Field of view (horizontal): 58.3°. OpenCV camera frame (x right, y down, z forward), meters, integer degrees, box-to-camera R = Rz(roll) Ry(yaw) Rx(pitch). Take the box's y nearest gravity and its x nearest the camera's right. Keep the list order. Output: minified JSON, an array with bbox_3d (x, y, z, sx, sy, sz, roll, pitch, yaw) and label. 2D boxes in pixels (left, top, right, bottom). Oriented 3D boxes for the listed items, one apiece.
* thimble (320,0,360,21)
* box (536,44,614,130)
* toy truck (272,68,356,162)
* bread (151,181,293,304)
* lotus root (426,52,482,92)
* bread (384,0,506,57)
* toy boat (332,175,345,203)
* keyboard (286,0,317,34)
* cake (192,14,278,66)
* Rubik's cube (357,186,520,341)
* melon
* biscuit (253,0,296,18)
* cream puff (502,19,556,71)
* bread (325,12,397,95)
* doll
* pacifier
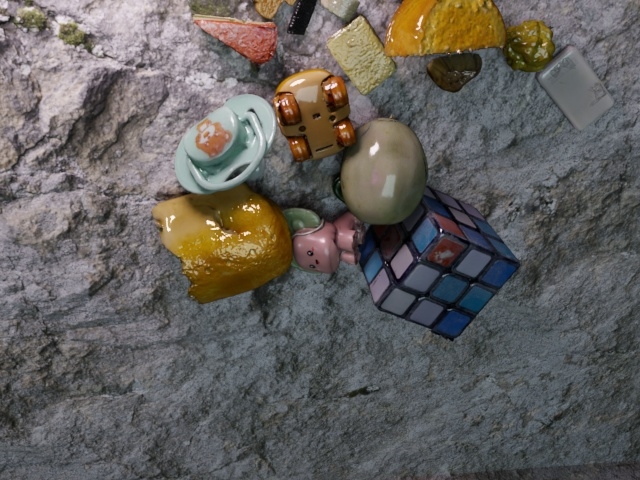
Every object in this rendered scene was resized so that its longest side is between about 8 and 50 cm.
[{"bbox_3d":[0.048,-0.633,1.520,0.062,0.110,0.084,-57,162,24],"label":"thimble"},{"bbox_3d":[0.812,-0.477,1.819,0.142,0.044,0.285,-42,122,19],"label":"box"},{"bbox_3d":[-0.020,-0.355,1.625,0.204,0.211,0.288,-19,129,1],"label":"toy truck"},{"bbox_3d":[-0.286,0.013,1.780,0.394,0.250,0.361,-15,125,4],"label":"bread"},{"bbox_3d":[0.397,-0.486,1.688,0.159,0.135,0.095,-6,127,8],"label":"lotus root"},{"bbox_3d":[0.336,-0.591,1.537,0.340,0.194,0.179,-11,112,-19],"label":"bread"},{"bbox_3d":[0.124,-0.150,1.890,0.210,0.052,0.104,33,114,-30],"label":"toy boat"},{"bbox_3d":[-0.034,-0.635,1.518,0.060,0.018,0.195,-7,140,-35],"label":"keyboard"},{"bbox_3d":[-0.229,-0.533,1.533,0.220,0.086,0.116,-1,122,-12],"label":"cake"},{"bbox_3d":[0.372,0.054,1.899,0.362,0.363,0.359,20,120,-22],"label":"Rubik's cube"},{"bbox_3d":[0.191,-0.211,1.725,0.268,0.268,0.330,1,98,-13],"label":"melon"},{"bbox_3d":[-0.101,-0.694,1.479,0.239,0.041,0.212,-17,127,-7],"label":"biscuit"},{"bbox_3d":[0.597,-0.560,1.669,0.156,0.121,0.156,-4,130,-5],"label":"cream puff"},{"bbox_3d":[0.114,-0.522,1.604,0.138,0.102,0.196,-38,121,12],"label":"bread"},{"bbox_3d":[0.000,0.000,1.903,0.268,0.216,0.284,7,132,16],"label":"doll"},{"bbox_3d":[-0.245,-0.246,1.654,0.343,0.288,0.269,-33,150,16],"label":"pacifier"}]
